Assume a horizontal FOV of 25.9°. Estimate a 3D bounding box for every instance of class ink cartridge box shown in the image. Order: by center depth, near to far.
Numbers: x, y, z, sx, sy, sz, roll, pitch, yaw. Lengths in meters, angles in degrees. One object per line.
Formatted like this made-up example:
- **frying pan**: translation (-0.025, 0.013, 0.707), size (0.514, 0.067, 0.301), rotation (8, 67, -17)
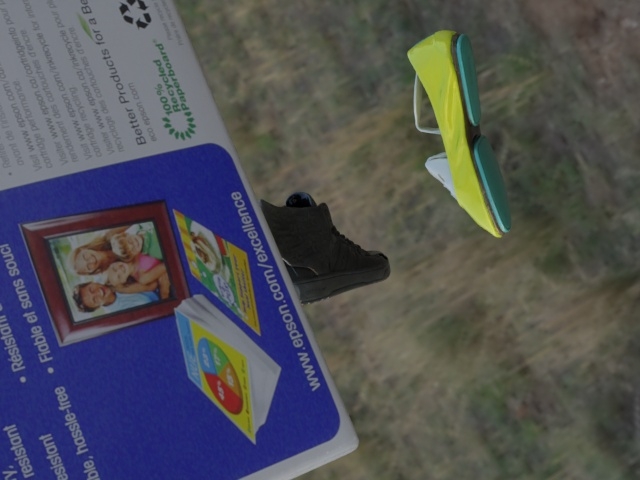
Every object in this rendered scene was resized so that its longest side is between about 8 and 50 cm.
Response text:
- **ink cartridge box**: translation (-0.164, -0.004, 0.557), size (0.072, 0.307, 0.304), rotation (-31, 79, 51)

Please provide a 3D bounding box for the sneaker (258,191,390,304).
- **sneaker**: translation (-0.002, 0.000, 1.114), size (0.051, 0.170, 0.089), rotation (-6, 96, 36)

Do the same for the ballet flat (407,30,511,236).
- **ballet flat**: translation (0.145, -0.111, 1.504), size (0.077, 0.077, 0.231), rotation (-39, -64, -65)
